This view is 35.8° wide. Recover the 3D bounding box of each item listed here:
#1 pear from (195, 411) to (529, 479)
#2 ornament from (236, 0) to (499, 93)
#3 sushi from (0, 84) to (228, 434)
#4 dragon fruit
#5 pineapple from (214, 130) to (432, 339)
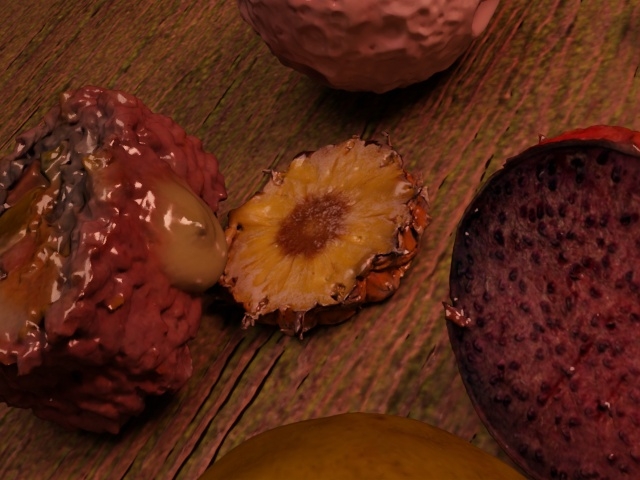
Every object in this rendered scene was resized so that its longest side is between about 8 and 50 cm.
[{"bbox_3d":[0.018,0.232,0.443,0.253,0.253,0.307,-8,53,23],"label":"pear"},{"bbox_3d":[0.054,-0.259,0.895,0.225,0.259,0.259,30,66,17],"label":"ornament"},{"bbox_3d":[-0.180,0.019,0.802,0.236,0.171,0.270,-22,45,28],"label":"sushi"},{"bbox_3d":[0.200,0.043,0.597,0.148,0.218,0.224,-7,33,-41],"label":"dragon fruit"},{"bbox_3d":[0.000,0.000,0.828,0.221,0.047,0.221,-19,42,18],"label":"pineapple"}]
